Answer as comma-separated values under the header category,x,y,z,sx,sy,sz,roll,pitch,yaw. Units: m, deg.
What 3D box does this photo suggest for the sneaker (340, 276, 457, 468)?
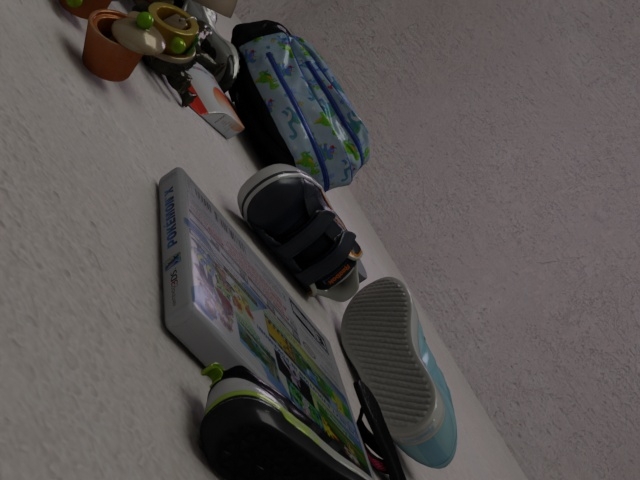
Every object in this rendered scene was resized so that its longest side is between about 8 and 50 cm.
category,x,y,z,sx,sy,sz,roll,pitch,yaw
sneaker,0.126,0.212,1.302,0.366,0.135,0.150,-97,161,-55

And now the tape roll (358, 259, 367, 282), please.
category,x,y,z,sx,sy,sz,roll,pitch,yaw
tape roll,0.000,0.000,1.552,0.219,0.072,0.219,55,7,-10

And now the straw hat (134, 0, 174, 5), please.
category,x,y,z,sx,sy,sz,roll,pitch,yaw
straw hat,-0.322,-0.476,1.593,0.144,0.061,0.144,54,7,-10

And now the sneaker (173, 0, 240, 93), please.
category,x,y,z,sx,sy,sz,roll,pitch,yaw
sneaker,-0.256,-0.417,1.710,0.108,0.100,0.272,-1,57,-48

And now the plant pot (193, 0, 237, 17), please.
category,x,y,z,sx,sy,sz,roll,pitch,yaw
plant pot,-0.250,-0.561,1.498,0.284,0.191,0.284,28,13,-7

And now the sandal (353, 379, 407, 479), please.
category,x,y,z,sx,sy,sz,roll,pitch,yaw
sandal,0.071,0.264,1.040,0.067,0.040,0.179,-66,136,-75

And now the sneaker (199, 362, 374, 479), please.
category,x,y,z,sx,sy,sz,roll,pitch,yaw
sneaker,-0.012,0.181,0.675,0.235,0.084,0.097,52,7,-27

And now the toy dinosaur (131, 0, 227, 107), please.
category,x,y,z,sx,sy,sz,roll,pitch,yaw
toy dinosaur,-0.247,-0.312,1.293,0.160,0.121,0.313,44,12,6

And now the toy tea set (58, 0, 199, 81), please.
category,x,y,z,sx,sy,sz,roll,pitch,yaw
toy tea set,-0.239,-0.337,1.040,0.200,0.124,0.336,2,47,-37

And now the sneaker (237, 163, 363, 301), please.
category,x,y,z,sx,sy,sz,roll,pitch,yaw
sneaker,-0.013,-0.002,1.275,0.127,0.126,0.321,54,4,30

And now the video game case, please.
category,x,y,z,sx,sy,sz,roll,pitch,yaw
video game case,-0.060,0.104,0.888,0.329,0.036,0.300,52,8,-30

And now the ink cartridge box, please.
category,x,y,z,sx,sy,sz,roll,pitch,yaw
ink cartridge box,-0.218,-0.278,1.477,0.145,0.045,0.179,59,6,23

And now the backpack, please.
category,x,y,z,sx,sy,sz,roll,pitch,yaw
backpack,-0.049,-0.257,1.751,0.290,0.273,0.356,90,-12,-56
